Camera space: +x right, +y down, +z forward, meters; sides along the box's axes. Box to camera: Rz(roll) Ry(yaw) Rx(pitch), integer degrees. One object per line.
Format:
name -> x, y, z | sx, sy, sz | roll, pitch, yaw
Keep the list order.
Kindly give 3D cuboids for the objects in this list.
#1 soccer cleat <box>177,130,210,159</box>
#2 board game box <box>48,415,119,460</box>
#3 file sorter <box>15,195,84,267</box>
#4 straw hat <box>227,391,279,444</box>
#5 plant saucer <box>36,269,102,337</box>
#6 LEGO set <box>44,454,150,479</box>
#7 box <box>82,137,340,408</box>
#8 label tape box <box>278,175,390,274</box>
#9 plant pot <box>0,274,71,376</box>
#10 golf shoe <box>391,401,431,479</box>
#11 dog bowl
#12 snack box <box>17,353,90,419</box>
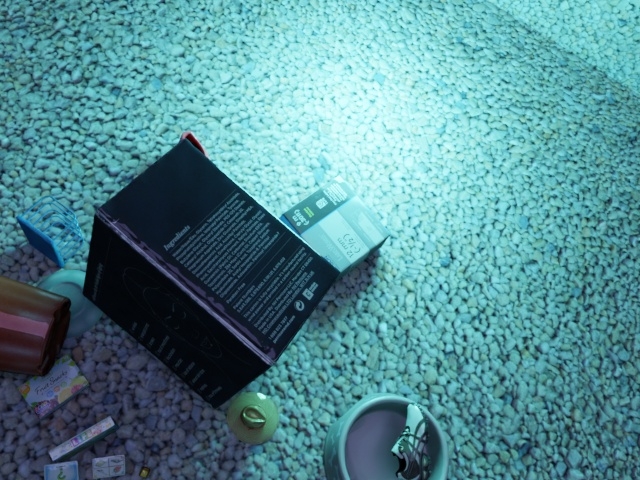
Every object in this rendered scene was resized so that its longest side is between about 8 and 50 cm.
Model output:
soccer cleat -> -0.351, -0.182, 1.740 | 0.108, 0.116, 0.318 | -18, 62, -21
board game box -> -0.579, 0.491, 1.449 | 0.154, 0.103, 0.026 | -28, 76, -21
file sorter -> -0.725, -0.026, 1.594 | 0.118, 0.170, 0.104 | 35, 63, 4
straw hat -> -0.178, 0.470, 1.567 | 0.144, 0.061, 0.145 | 4, 67, -10
plant saucer -> -0.690, 0.166, 1.595 | 0.194, 0.037, 0.195 | 4, 68, -10
LEGO set -> -0.534, 0.619, 1.413 | 0.244, 0.060, 0.183 | -3, 86, -14
box -> -0.287, 0.106, 1.420 | 0.471, 0.480, 0.297 | 40, 55, -2
label tape box -> 0.000, 0.000, 1.771 | 0.347, 0.115, 0.249 | -35, 79, -24
plant pot -> -0.778, 0.205, 1.439 | 0.265, 0.272, 0.273 | 15, 66, -10
golf shoe -> 0.229, 0.518, 1.516 | 0.093, 0.077, 0.198 | 3, 66, -11
dog bowl -> 0.186, 0.580, 1.579 | 0.348, 0.102, 0.349 | 4, 67, -10
snack box -> -0.683, 0.376, 1.510 | 0.141, 0.037, 0.100 | -37, 78, -23
